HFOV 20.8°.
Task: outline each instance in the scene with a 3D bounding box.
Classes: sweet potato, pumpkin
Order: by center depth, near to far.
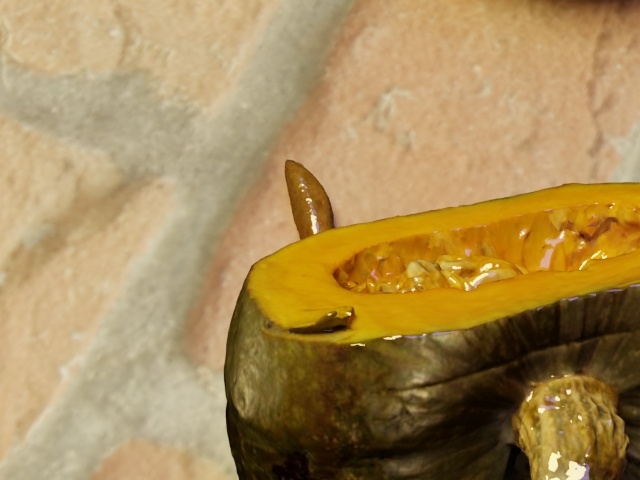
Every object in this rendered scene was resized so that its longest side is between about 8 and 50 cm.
[{"bbox_3d":[0.111,0.067,0.885,0.317,0.139,0.222,-7,19,-11],"label":"pumpkin"},{"bbox_3d":[0.000,0.000,1.040,0.026,0.026,0.115,-12,63,-10],"label":"sweet potato"}]
